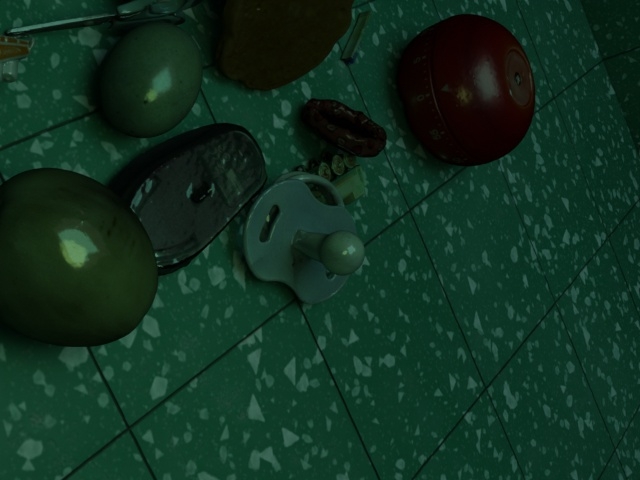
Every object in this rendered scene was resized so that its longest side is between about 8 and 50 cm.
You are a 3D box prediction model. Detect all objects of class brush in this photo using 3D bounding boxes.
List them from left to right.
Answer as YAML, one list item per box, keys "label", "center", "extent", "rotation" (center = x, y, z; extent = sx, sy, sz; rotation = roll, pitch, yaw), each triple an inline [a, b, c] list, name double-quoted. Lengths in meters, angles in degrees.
- label: "brush"
  center: [0.091, -0.486, 2.305]
  extent: [0.030, 0.033, 0.178]
  rotation: [51, 45, -35]

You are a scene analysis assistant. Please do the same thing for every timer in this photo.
- label: "timer"
  center: [0.376, -0.377, 2.414]
  extent: [0.378, 0.279, 0.377]
  rotation: [18, 66, -48]

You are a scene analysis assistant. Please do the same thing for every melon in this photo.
- label: "melon"
  center: [-0.380, 0.027, 1.418]
  extent: [0.308, 0.272, 0.271]
  rotation: [45, 43, -62]

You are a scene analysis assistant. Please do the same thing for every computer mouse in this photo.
- label: "computer mouse"
  center: [-0.245, -0.076, 1.717]
  extent: [0.374, 0.114, 0.203]
  rotation: [-41, 112, -39]

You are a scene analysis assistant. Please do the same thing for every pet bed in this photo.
- label: "pet bed"
  center: [0.055, -0.247, 2.102]
  extent: [0.201, 0.053, 0.201]
  rotation: [24, 27, -13]

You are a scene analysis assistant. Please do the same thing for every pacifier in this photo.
- label: "pacifier"
  center: [0.000, 0.000, 1.875]
  extent: [0.299, 0.233, 0.244]
  rotation: [30, 83, -41]

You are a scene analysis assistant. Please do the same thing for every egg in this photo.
- label: "egg"
  center: [-0.295, -0.283, 1.681]
  extent: [0.169, 0.169, 0.236]
  rotation: [44, 42, -31]

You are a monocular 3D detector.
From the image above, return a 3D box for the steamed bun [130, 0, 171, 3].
- label: "steamed bun"
  center: [-0.295, -0.534, 1.778]
  extent: [0.131, 0.177, 0.228]
  rotation: [29, 60, 11]

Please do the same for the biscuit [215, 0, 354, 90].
- label: "biscuit"
  center: [-0.061, -0.457, 1.911]
  extent: [0.312, 0.351, 0.057]
  rotation: [-20, 54, -32]

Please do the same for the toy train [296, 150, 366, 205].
- label: "toy train"
  center: [0.024, -0.125, 2.076]
  extent: [0.194, 0.081, 0.125]
  rotation: [-36, 109, -50]

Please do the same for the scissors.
- label: "scissors"
  center: [-0.373, -0.380, 1.664]
  extent: [0.360, 0.191, 0.029]
  rotation: [-20, 89, -34]

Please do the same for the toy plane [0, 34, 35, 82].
- label: "toy plane"
  center: [-0.546, -0.331, 1.447]
  extent: [0.245, 0.117, 0.244]
  rotation: [21, 62, -46]
